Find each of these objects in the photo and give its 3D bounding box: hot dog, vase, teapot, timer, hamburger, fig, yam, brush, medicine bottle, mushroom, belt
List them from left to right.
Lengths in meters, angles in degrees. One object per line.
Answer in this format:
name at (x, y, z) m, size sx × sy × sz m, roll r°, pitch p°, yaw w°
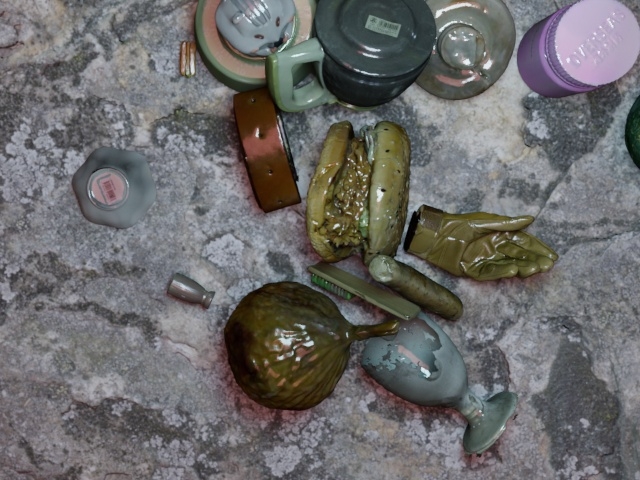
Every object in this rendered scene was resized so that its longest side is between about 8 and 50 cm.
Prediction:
hot dog at (-0.291, -0.399, 1.872) m, size 0.037 × 0.021 × 0.083 m, roll 4°, pitch 95°, yaw -11°
vase at (-0.290, 0.115, 1.910) m, size 0.100 × 0.053 × 0.053 m, roll 25°, pitch 95°, yaw -6°
timer at (-0.129, -0.448, 1.722) m, size 0.290 × 0.315 × 0.291 m, roll 0°, pitch 97°, yaw -1°
belt at (-0.114, -0.194, 1.813) m, size 0.105 × 0.184 × 0.261 m, roll -15°, pitch 110°, yaw 3°
fig at (-0.003, 0.199, 1.785) m, size 0.368 × 0.286 × 0.286 m, roll -20°, pitch 96°, yaw 22°
teapot at (0.068, -0.344, 1.699) m, size 0.239 × 0.239 × 0.321 m, roll 38°, pitch 66°, yaw 9°
hamburger at (0.084, -0.095, 1.788) m, size 0.195 × 0.277 × 0.318 m, roll 6°, pitch 100°, yaw 8°
brush at (0.089, 0.115, 1.839) m, size 0.282 × 0.054 × 0.048 m, roll 23°, pitch 125°, yaw 35°
yam at (0.210, 0.103, 1.816) m, size 0.071 × 0.317 × 0.067 m, roll -19°, pitch 59°, yaw 31°
mushroom at (0.291, -0.403, 1.766) m, size 0.243 × 0.243 × 0.243 m, roll 0°, pitch 96°, yaw 0°
medicine bottle at (0.522, -0.391, 1.743) m, size 0.178 × 0.291 × 0.178 m, roll 0°, pitch 95°, yaw -1°

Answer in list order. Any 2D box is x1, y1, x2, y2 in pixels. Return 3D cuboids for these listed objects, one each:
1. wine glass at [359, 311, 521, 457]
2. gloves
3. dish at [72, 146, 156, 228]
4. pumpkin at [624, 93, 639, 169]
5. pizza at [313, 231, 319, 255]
wine glass at (0.254, 0.302, 1.871) m, size 0.357 × 0.190 × 0.190 m, roll 41°, pitch 94°, yaw -9°
gloves at (0.352, 0.010, 1.861) m, size 0.331 × 0.141 × 0.154 m, roll 14°, pitch 70°, yaw 8°
dish at (-0.461, -0.116, 1.877) m, size 0.190 × 0.066 × 0.191 m, roll 0°, pitch 96°, yaw 0°
pumpkin at (0.792, -0.229, 1.813) m, size 0.293 × 0.197 × 0.263 m, roll 27°, pitch 105°, yaw -10°
pizza at (0.000, 0.000, 1.918) m, size 0.037 × 0.016 × 0.083 m, roll -6°, pitch 100°, yaw -1°
